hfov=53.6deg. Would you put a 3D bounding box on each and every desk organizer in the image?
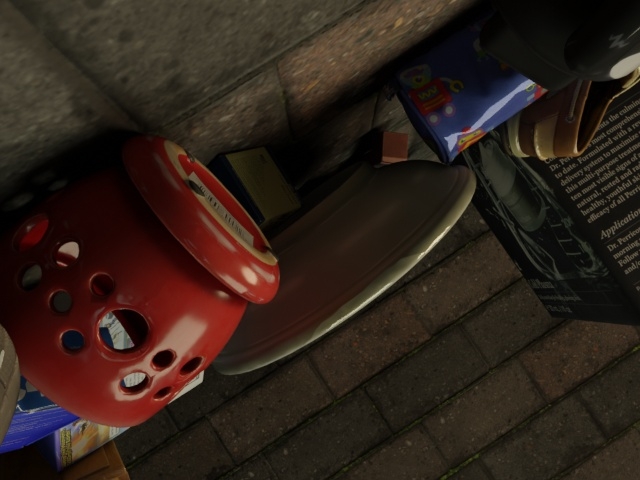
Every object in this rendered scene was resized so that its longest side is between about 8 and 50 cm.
[{"bbox_3d":[0.091,-0.135,1.008,0.047,0.050,0.130,5,177,-19],"label":"desk organizer"}]

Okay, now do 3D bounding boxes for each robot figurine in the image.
[{"bbox_3d":[0.242,-0.239,0.491,0.174,0.209,0.278,-10,164,-27],"label":"robot figurine"}]

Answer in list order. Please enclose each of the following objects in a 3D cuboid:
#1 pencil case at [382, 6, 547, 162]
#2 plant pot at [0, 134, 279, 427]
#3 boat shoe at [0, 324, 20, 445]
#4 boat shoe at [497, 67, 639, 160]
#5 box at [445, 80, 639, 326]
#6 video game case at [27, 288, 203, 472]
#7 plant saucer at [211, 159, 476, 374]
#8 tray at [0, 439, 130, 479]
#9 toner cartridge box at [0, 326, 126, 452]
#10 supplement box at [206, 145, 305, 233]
[{"bbox_3d":[0.223,-0.221,0.724,0.306,0.133,0.119,-35,153,9],"label":"pencil case"},{"bbox_3d":[-0.142,0.024,0.516,0.174,0.191,0.191,-40,173,4],"label":"plant pot"},{"bbox_3d":[-0.258,0.059,0.319,0.324,0.117,0.123,94,14,-56],"label":"boat shoe"},{"bbox_3d":[0.355,-0.230,0.804,0.324,0.120,0.122,-57,137,-8],"label":"boat shoe"},{"bbox_3d":[0.487,-0.116,1.188,0.297,0.471,0.480,-32,173,0],"label":"box"},{"bbox_3d":[-0.252,0.137,0.824,0.244,0.061,0.269,-28,142,-45],"label":"video game case"},{"bbox_3d":[0.000,0.000,0.799,0.401,0.100,0.400,-36,-172,6],"label":"plant saucer"},{"bbox_3d":[-0.419,0.319,0.942,0.203,0.076,0.411,-20,-165,-24],"label":"tray"},{"bbox_3d":[-0.341,0.138,0.493,0.165,0.075,0.348,-30,162,23],"label":"toner cartridge box"},{"bbox_3d":[-0.078,-0.050,0.695,0.056,0.083,0.083,-36,174,36],"label":"supplement box"}]
